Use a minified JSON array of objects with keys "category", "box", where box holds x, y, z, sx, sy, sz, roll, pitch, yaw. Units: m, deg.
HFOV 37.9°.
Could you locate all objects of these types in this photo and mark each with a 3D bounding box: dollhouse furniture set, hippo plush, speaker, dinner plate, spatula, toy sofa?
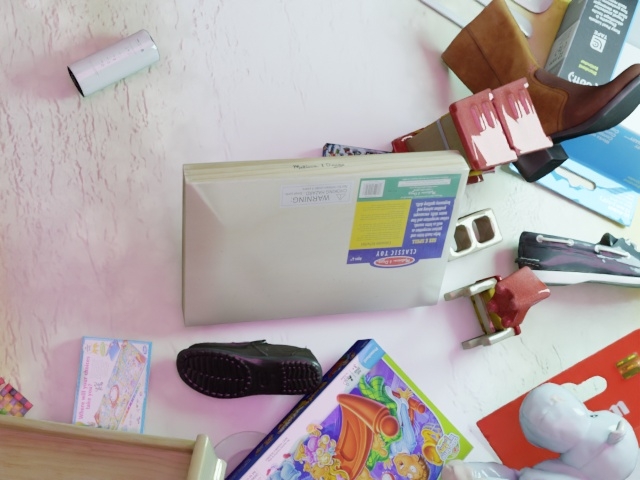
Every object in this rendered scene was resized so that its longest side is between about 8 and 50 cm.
[{"category":"dollhouse furniture set","box":[0.272,-0.034,1.456,0.152,0.201,0.374,-19,88,-27]},{"category":"hippo plush","box":[0.341,0.337,1.311,0.294,0.234,0.237,34,94,19]},{"category":"speaker","box":[-0.321,-0.275,1.447,0.136,0.055,0.055,-31,88,-16]},{"category":"dinner plate","box":[-0.106,0.358,1.399,0.141,0.017,0.141,2,81,-11]},{"category":"spatula","box":[0.274,-0.423,1.626,0.242,0.019,0.168,32,76,-5]},{"category":"toy sofa","box":[-0.319,0.337,1.255,0.362,0.177,0.150,6,57,8]}]

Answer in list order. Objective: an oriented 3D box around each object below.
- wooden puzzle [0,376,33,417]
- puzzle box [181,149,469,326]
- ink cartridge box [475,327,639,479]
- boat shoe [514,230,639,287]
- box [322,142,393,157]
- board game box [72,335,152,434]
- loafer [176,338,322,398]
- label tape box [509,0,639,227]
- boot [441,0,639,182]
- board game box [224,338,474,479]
[{"category":"wooden puzzle","box":[-0.451,0.240,1.348,0.083,0.006,0.049,42,74,-2]},{"category":"puzzle box","box":[0.000,0.000,1.376,0.408,0.272,0.052,-4,40,-14]},{"category":"ink cartridge box","box":[0.464,0.375,1.414,0.308,0.091,0.385,-33,90,14]},{"category":"boat shoe","box":[0.471,0.031,1.536,0.302,0.114,0.091,3,85,-13]},{"category":"box","box":[0.069,-0.102,1.516,0.137,0.027,0.094,6,79,-12]},{"category":"board game box","box":[-0.307,0.222,1.373,0.103,0.026,0.154,7,79,-11]},{"category":"loafer","box":[-0.106,0.190,1.407,0.220,0.078,0.080,6,110,-1]},{"category":"label tape box","box":[0.500,-0.234,1.593,0.249,0.115,0.348,25,74,-6]},{"category":"boot","box":[0.359,-0.276,1.493,0.096,0.264,0.280,-7,63,-48]},{"category":"board game box","box":[0.029,0.350,1.385,0.233,0.078,0.347,47,73,-6]}]
